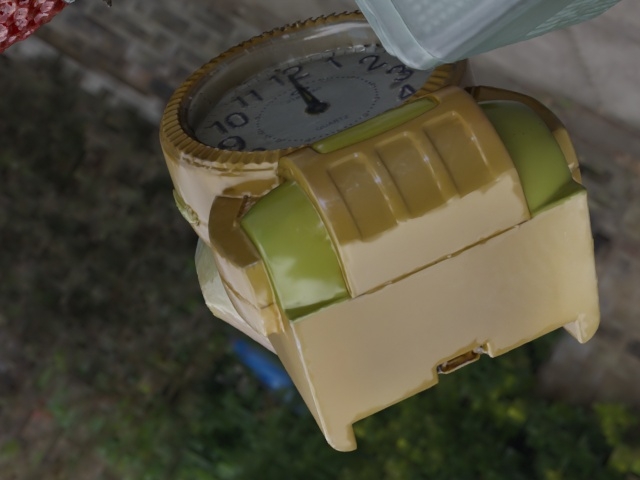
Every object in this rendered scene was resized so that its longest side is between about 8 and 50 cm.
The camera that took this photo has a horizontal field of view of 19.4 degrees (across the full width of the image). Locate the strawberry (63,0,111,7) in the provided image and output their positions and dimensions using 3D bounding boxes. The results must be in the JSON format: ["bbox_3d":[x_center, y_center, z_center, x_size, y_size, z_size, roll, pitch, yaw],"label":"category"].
[{"bbox_3d":[-0.186,-0.353,1.490,0.310,0.291,0.292,63,-177,16],"label":"strawberry"}]

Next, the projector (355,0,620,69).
[{"bbox_3d":[0.033,-0.199,0.742,0.257,0.099,0.192,59,-150,4],"label":"projector"}]

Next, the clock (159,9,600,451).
[{"bbox_3d":[0.023,-0.036,1.307,0.317,0.244,0.200,-131,23,-54],"label":"clock"}]

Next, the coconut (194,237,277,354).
[{"bbox_3d":[0.000,0.000,1.730,0.259,0.259,0.259,30,173,4],"label":"coconut"}]

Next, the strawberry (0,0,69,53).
[{"bbox_3d":[-0.328,-0.252,1.728,0.205,0.244,0.205,29,-150,-18],"label":"strawberry"}]
